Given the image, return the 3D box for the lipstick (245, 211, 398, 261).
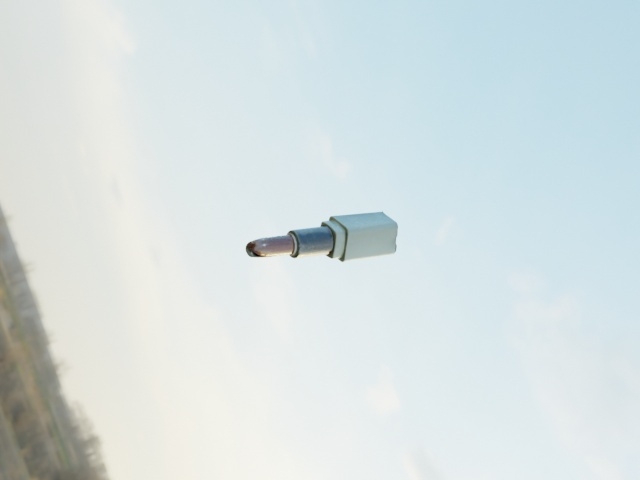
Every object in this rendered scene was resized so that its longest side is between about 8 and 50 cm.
[{"bbox_3d":[0.000,0.000,0.696,0.025,0.107,0.025,39,-52,50],"label":"lipstick"}]
